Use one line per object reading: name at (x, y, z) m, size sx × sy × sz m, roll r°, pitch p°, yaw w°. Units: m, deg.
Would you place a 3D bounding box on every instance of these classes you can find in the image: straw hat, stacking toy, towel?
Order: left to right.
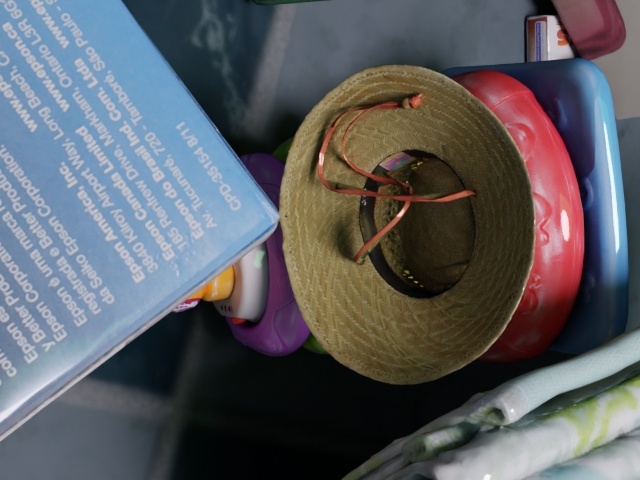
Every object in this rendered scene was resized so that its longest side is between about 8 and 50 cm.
stacking toy at (0.000, 0.000, 0.697) m, size 0.302 × 0.175 × 0.165 m, roll -9°, pitch 98°, yaw -26°
straw hat at (0.052, -0.008, 0.612) m, size 0.061 × 0.144 × 0.144 m, roll 4°, pitch 93°, yaw -53°
towel at (0.137, 0.128, 0.726) m, size 0.375 × 0.320 × 0.090 m, roll -15°, pitch 67°, yaw -35°

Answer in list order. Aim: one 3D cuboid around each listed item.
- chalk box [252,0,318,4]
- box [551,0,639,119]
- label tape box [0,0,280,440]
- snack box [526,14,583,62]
chalk box at (0.000, -0.207, 0.667) m, size 0.213 × 0.132 × 0.132 m, roll -52°, pitch 123°, yaw -23°
box at (0.213, -0.211, 0.821) m, size 0.148 × 0.127 × 0.232 m, roll -43°, pitch 113°, yaw -29°
label tape box at (-0.216, -0.004, 0.492) m, size 0.334 × 0.106 × 0.240 m, roll -38°, pitch 95°, yaw -29°
snack box at (0.209, -0.122, 0.912) m, size 0.178 × 0.022 × 0.064 m, roll -8°, pitch 99°, yaw -37°
